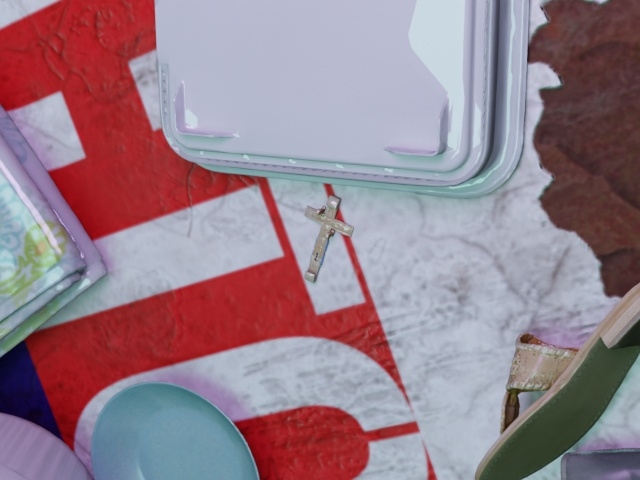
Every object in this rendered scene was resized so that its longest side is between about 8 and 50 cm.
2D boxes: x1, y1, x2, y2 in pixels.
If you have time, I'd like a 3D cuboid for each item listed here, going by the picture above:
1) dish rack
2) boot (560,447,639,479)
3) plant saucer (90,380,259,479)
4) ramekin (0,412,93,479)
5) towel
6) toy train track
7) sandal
[{"bbox_3d":[-0.002,-0.178,0.950,0.333,0.072,0.286,7,108,26],"label":"dish rack"},{"bbox_3d":[0.306,0.240,0.909,0.208,0.076,0.190,-17,82,22],"label":"boot"},{"bbox_3d":[-0.135,0.224,1.144,0.195,0.037,0.195,7,106,25],"label":"plant saucer"},{"bbox_3d":[-0.343,0.295,1.180,0.273,0.127,0.273,4,117,7],"label":"ramekin"},{"bbox_3d":[-0.428,-0.029,1.168,0.320,0.090,0.374,-35,88,16],"label":"towel"},{"bbox_3d":[0.000,0.000,1.029,0.048,0.014,0.083,25,114,19],"label":"toy train track"},{"bbox_3d":[0.195,0.096,0.937,0.240,0.088,0.079,-53,46,28],"label":"sandal"}]
